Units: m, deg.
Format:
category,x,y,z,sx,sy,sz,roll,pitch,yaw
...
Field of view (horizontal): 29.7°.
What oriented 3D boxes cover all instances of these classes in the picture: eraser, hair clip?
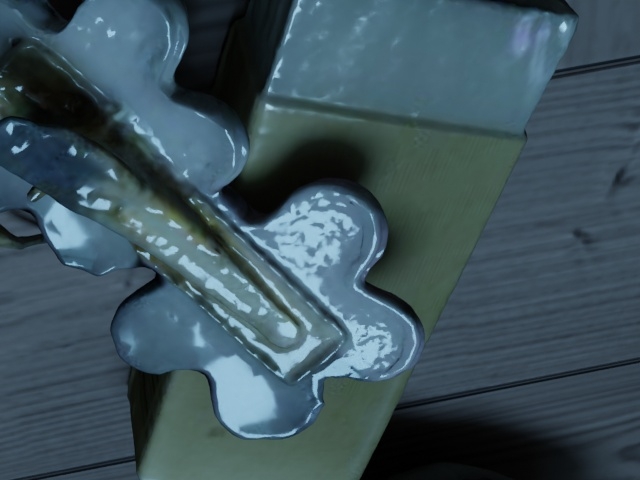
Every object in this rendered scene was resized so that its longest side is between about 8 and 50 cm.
category,x,y,z,sx,sy,sz,roll,pitch,yaw
eraser,0.000,0.000,0.638,0.144,0.078,0.343,5,130,-19
hair clip,-0.064,-0.010,0.532,0.146,0.075,0.257,-41,117,15

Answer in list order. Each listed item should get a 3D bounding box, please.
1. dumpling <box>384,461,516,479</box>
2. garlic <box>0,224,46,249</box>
category,x,y,z,sx,sy,sz,roll,pitch,yaw
dumpling,0.086,0.226,0.831,0.293,0.204,0.163,26,91,-14
garlic,-0.304,0.002,0.558,0.338,0.151,0.196,-22,156,-7
